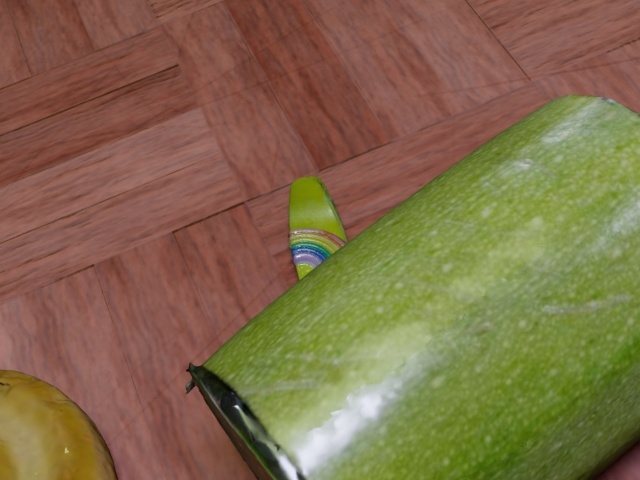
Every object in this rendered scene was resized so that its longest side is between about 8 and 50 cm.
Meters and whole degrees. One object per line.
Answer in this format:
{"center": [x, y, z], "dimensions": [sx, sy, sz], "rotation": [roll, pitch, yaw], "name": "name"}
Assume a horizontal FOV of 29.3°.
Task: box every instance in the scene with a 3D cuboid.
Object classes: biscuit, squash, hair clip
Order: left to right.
{"center": [-0.312, 0.237, 1.026], "dimensions": [0.296, 0.102, 0.296], "rotation": [-6, 51, 8], "name": "biscuit"}
{"center": [0.000, 0.000, 1.194], "dimensions": [0.060, 0.033, 0.188], "rotation": [-14, 48, 1], "name": "hair clip"}
{"center": [0.113, 0.090, 0.940], "dimensions": [0.384, 0.263, 0.263], "rotation": [-36, 51, -16], "name": "squash"}
